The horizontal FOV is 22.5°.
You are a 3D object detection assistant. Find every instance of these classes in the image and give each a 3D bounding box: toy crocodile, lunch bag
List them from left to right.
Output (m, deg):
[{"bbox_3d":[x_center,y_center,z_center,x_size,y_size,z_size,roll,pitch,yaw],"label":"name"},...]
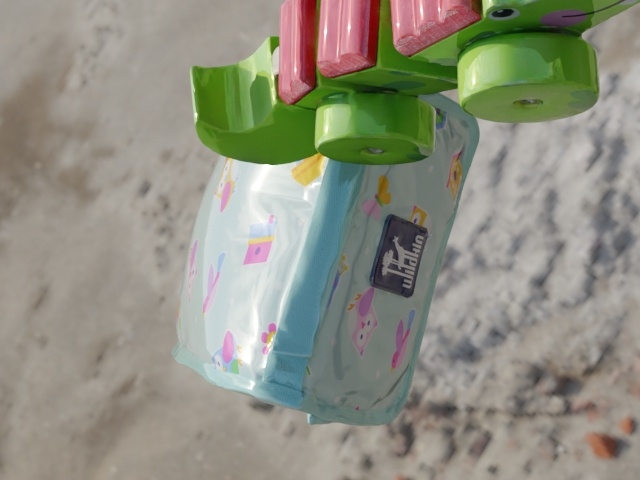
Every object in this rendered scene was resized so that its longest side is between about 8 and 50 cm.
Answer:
[{"bbox_3d":[0.000,0.000,1.044,0.262,0.160,0.223,171,116,-83],"label":"lunch bag"},{"bbox_3d":[0.046,-0.110,0.796,0.340,0.105,0.115,-16,72,58],"label":"toy crocodile"}]
